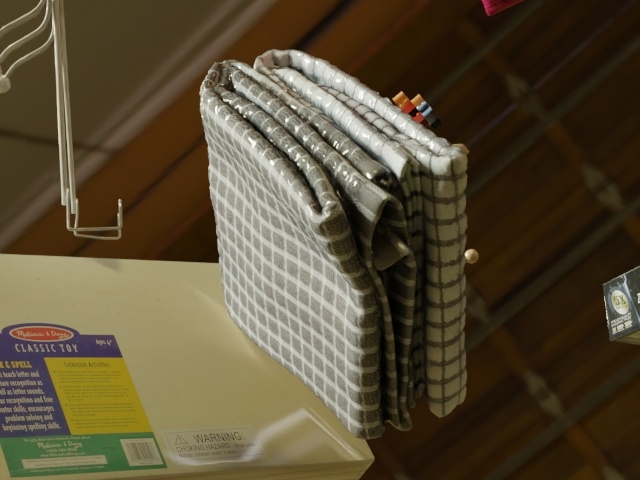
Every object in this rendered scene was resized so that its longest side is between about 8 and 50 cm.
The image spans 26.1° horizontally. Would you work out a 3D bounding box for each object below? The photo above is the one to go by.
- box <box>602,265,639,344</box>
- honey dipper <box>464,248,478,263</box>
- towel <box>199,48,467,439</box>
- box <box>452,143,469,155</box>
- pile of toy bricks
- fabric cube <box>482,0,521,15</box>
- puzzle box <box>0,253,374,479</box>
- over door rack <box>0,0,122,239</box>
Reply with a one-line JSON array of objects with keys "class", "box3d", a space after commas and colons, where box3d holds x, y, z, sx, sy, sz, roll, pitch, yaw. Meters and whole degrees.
[{"class": "box", "box3d": [0.460, 0.075, 1.661, 0.180, 0.078, 0.147, 9, -25, -28]}, {"class": "honey dipper", "box3d": [0.124, 0.049, 1.706, 0.160, 0.030, 0.030, -24, -15, -7]}, {"class": "towel", "box3d": [0.000, 0.000, 1.106, 0.121, 0.283, 0.235, -17, -57, -22]}, {"class": "box", "box3d": [0.112, -0.083, 2.084, 0.201, 0.021, 0.164, -5, -37, -40]}, {"class": "pile of toy bricks", "box3d": [0.084, -0.151, 1.786, 0.118, 0.105, 0.212, -41, -13, 6]}, {"class": "fabric cube", "box3d": [0.210, -0.363, 1.040, 0.259, 0.258, 0.254, -20, 16, 32]}, {"class": "puzzle box", "box3d": [-0.169, 0.130, 1.339, 0.409, 0.272, 0.052, 4, -46, -37]}, {"class": "over door rack", "box3d": [-0.299, -0.150, 1.483, 0.108, 0.324, 0.239, -15, 1, -8]}]
